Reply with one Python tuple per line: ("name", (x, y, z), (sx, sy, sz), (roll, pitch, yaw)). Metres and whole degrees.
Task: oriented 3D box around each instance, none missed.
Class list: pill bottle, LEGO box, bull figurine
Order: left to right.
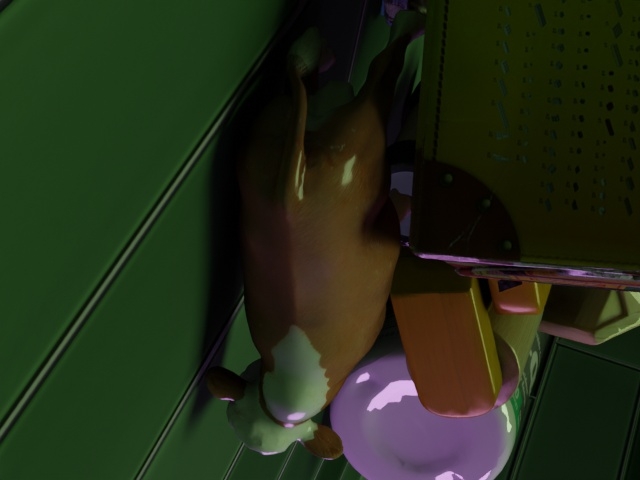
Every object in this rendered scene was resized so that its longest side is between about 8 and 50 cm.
("bull figurine", (0.000, 0.000, 1.097), (0.310, 0.101, 0.188), (98, 9, -55))
("pill bottle", (0.151, 0.117, 2.029), (0.361, 0.204, 0.204), (-60, 166, -58))
("LEGO box", (0.185, -0.219, 1.158), (0.372, 0.193, 0.500), (12, 83, -82))

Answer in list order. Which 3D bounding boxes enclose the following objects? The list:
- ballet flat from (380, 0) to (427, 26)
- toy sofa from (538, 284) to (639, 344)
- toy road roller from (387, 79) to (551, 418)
("ballet flat", (0.074, -0.195, 1.298), (0.188, 0.070, 0.070), (32, 76, -82))
("toy sofa", (0.279, -0.086, 1.881), (0.150, 0.177, 0.362), (12, -59, 64))
("toy road roller", (0.193, -0.002, 1.701), (0.202, 0.241, 0.329), (-61, 144, -53))
